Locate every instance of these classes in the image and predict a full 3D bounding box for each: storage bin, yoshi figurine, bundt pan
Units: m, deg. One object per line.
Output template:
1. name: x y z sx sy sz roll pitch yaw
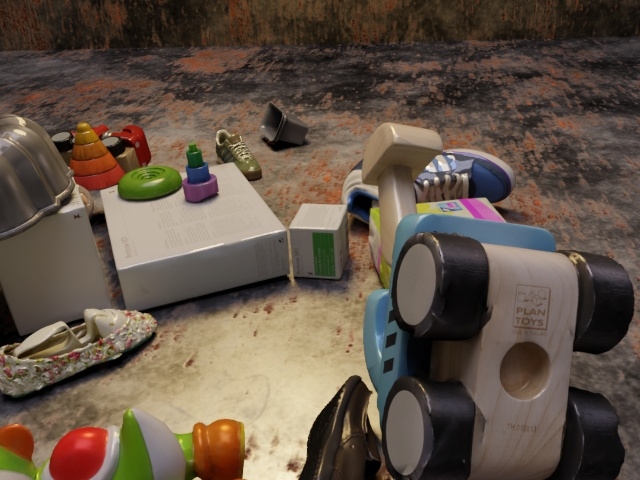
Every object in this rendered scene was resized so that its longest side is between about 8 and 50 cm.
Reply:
1. storage bin: -0.097 -0.302 1.779 0.091 0.098 0.135 15 18 -28
2. yoshi figurine: -0.250 0.282 0.640 0.363 0.203 0.202 3 66 -17
3. bundt pan: -0.551 -0.096 0.983 0.331 0.124 0.330 -8 31 5

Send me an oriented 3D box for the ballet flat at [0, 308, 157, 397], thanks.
1. ballet flat: -0.348 0.145 0.953 0.241 0.077 0.091 -25 34 -37

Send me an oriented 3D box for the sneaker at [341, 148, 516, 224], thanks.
1. sneaker: 0.201 -0.083 1.299 0.323 0.130 0.236 13 41 19

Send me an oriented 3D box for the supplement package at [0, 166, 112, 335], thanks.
1. supplement package: -0.455 0.011 1.093 0.149 0.194 0.203 -16 30 -20

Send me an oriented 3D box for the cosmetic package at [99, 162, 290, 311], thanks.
1. cosmetic package: -0.250 -0.024 1.243 0.285 0.097 0.377 -11 28 -17

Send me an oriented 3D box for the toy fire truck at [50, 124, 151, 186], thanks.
1. toy fire truck: -0.503 -0.230 1.643 0.217 0.158 0.246 8 40 21

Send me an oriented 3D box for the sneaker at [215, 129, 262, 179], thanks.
1. sneaker: -0.208 -0.215 1.614 0.064 0.086 0.192 -19 32 -27

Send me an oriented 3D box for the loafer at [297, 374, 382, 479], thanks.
1. loafer: 0.028 0.242 0.749 0.078 0.080 0.220 33 30 -3

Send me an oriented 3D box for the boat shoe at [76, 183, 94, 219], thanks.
1. boat shoe: -0.582 -0.001 1.243 0.325 0.123 0.116 -25 0 -20

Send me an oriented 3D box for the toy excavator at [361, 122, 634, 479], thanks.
1. toy excavator: 0.140 0.047 0.822 0.223 0.432 0.445 6 -1 -18

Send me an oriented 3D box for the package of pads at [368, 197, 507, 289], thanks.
1. package of pads: 0.208 0.030 1.085 0.229 0.101 0.296 -6 27 -6

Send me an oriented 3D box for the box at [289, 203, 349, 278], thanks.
1. box: 0.000 0.000 1.164 0.087 0.101 0.102 3 28 13

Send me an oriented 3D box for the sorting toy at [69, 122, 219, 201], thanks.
1. sorting toy: -0.363 -0.162 1.293 0.366 0.126 0.127 9 30 27
